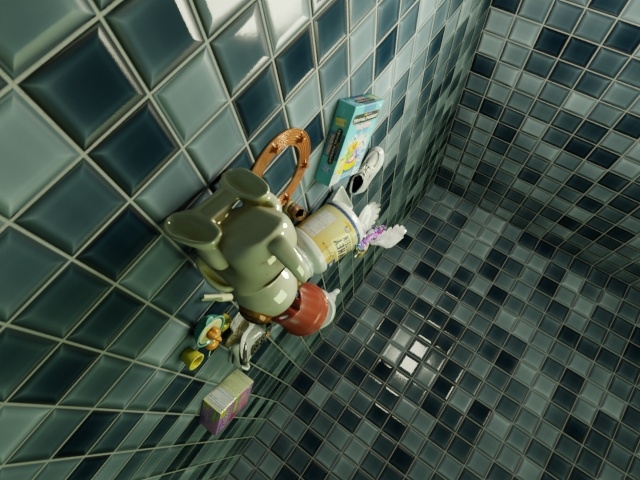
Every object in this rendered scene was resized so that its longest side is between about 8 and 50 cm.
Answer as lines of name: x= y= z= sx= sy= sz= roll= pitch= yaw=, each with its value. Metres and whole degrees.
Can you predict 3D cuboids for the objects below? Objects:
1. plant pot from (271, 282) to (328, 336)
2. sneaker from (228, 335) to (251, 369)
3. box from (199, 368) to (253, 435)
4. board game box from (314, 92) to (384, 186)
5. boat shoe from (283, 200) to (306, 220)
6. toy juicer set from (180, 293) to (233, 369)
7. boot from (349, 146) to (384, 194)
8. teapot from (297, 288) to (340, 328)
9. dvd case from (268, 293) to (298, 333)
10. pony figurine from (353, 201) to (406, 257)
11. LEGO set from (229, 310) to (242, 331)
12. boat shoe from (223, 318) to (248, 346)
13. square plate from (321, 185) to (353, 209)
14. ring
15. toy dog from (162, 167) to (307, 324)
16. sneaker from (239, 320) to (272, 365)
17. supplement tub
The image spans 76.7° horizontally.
plant pot: x=-0.131 y=0.302 z=1.904 sx=0.272 sy=0.273 sz=0.265 roll=-56 pitch=155 yaw=-5
sneaker: x=-0.364 y=0.515 z=1.878 sx=0.090 sy=0.095 sz=0.234 roll=-41 pitch=153 yaw=-37
box: x=-0.475 y=0.814 z=2.047 sx=0.243 sy=0.117 sz=0.213 roll=-35 pitch=152 yaw=-50
board game box: x=0.116 y=-0.405 z=1.630 sx=0.254 sy=0.079 sz=0.335 roll=-36 pitch=152 yaw=-50
boat shoe: x=-0.091 y=-0.107 z=1.609 sx=0.064 sy=0.060 sz=0.178 roll=-58 pitch=162 yaw=-1
toy juicer set: x=-0.384 y=0.316 z=1.496 sx=0.209 sy=0.090 sz=0.328 roll=-24 pitch=142 yaw=-60
boot: x=0.228 y=-0.339 z=2.006 sx=0.123 sy=0.095 sz=0.258 roll=-40 pitch=157 yaw=-60
teapot: x=-0.037 y=0.386 z=2.345 sx=0.187 sy=0.256 sz=0.252 roll=-104 pitch=-152 yaw=-83
dvd case: x=-0.197 y=0.381 z=2.214 sx=0.180 sy=0.022 sz=0.252 roll=-29 pitch=147 yaw=-58
pony figurine: x=0.322 y=-0.028 z=2.576 sx=0.351 sy=0.303 sz=0.363 roll=-49 pitch=177 yaw=0
LEGO set: x=-0.308 y=0.248 z=1.649 sx=0.244 sy=0.060 sz=0.182 roll=-58 pitch=174 yaw=-22
boat shoe: x=-0.363 y=0.383 z=1.727 sx=0.152 sy=0.049 sz=0.056 roll=-53 pitch=139 yaw=-20
square plate: x=0.030 y=-0.081 z=1.996 sx=0.343 sy=0.049 sz=0.347 roll=-56 pitch=162 yaw=-3
ring: x=-0.131 y=-0.218 z=1.368 sx=0.336 sy=0.032 sz=0.336 roll=-50 pitch=161 yaw=-25
toy dog: x=-0.173 y=0.053 z=1.155 sx=0.284 sy=0.396 sz=0.407 roll=-57 pitch=156 yaw=-32
sneaker: x=-0.289 y=0.433 z=1.791 sx=0.271 sy=0.108 sz=0.100 roll=-70 pitch=172 yaw=-52
supplement tub: x=0.000 y=0.000 z=1.713 sx=0.316 sy=0.228 sz=0.228 roll=-38 pitch=156 yaw=-19
